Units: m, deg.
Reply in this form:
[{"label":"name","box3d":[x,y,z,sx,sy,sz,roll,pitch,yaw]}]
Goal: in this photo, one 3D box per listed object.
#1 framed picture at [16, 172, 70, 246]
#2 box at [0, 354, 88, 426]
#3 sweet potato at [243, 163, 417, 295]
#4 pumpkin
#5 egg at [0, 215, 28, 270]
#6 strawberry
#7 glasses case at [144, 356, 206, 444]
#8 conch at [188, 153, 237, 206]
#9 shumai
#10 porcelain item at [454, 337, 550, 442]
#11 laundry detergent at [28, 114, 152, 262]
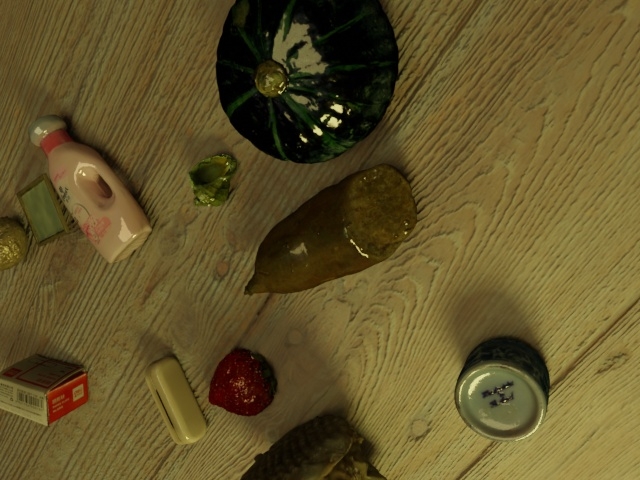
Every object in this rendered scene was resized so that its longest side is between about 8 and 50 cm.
[{"label":"framed picture","box3d":[-0.628,-0.064,1.371,0.200,0.010,0.136,-14,99,48]},{"label":"box","box3d":[-0.674,0.357,1.472,0.182,0.133,0.099,10,108,24]},{"label":"sweet potato","box3d":[0.000,0.000,1.080,0.369,0.157,0.158,-26,92,34]},{"label":"pumpkin","box3d":[-0.031,-0.276,0.968,0.315,0.238,0.316,7,110,19]},{"label":"egg","box3d":[-0.752,0.012,1.425,0.116,0.118,0.140,27,98,-5]},{"label":"strawberry","box3d":[-0.179,0.308,1.278,0.187,0.082,0.147,-33,82,32]},{"label":"glasses case","box3d":[-0.318,0.353,1.340,0.050,0.083,0.197,-22,92,28]},{"label":"conch","box3d":[-0.211,-0.116,1.175,0.089,0.074,0.121,35,95,-25]},{"label":"shumai","box3d":[0.009,0.493,1.119,0.262,0.267,0.314,52,158,2]},{"label":"porcelain item","box3d":[0.305,0.247,1.018,0.147,0.114,0.147,6,107,21]},{"label":"laundry detergent","box3d":[-0.498,-0.118,1.296,0.159,0.088,0.335,-38,86,28]}]
